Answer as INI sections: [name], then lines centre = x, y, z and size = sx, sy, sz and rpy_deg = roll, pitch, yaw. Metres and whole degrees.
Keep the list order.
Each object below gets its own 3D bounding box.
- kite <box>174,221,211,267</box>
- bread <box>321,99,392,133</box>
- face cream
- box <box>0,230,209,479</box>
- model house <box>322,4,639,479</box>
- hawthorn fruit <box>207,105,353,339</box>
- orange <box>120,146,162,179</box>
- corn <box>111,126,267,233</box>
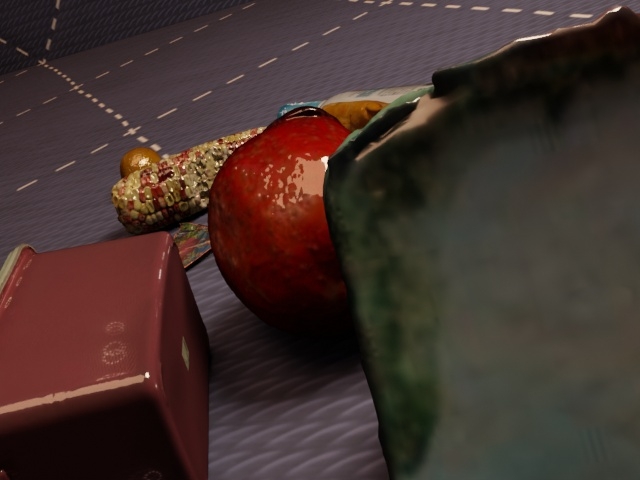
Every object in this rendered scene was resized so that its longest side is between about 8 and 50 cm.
[kite]
centre = -0.197, 0.016, 1.017
size = 0.159, 0.010, 0.190
rpy_deg = -15, 28, 15
[bread]
centre = 0.155, -0.085, 0.798
size = 0.380, 0.185, 0.109
rpy_deg = 14, 89, 52
[face cream]
centre = 0.081, -0.185, 1.075
size = 0.336, 0.080, 0.163
rpy_deg = 2, 17, 35
[box]
centre = -0.199, 0.123, 0.660
size = 0.167, 0.193, 0.294
rpy_deg = -15, 31, 0
[model house]
centre = 0.216, 0.030, 0.497
size = 0.360, 0.298, 0.339
rpy_deg = -15, -3, 10
[hawthorn fruit]
centre = 0.000, 0.000, 0.724
size = 0.215, 0.215, 0.249
rpy_deg = -32, 52, -19
[orange]
centre = -0.314, -0.123, 1.266
size = 0.085, 0.085, 0.085
rpy_deg = -16, 29, 9
[corn]
centre = -0.177, -0.097, 1.110
size = 0.289, 0.098, 0.098
rpy_deg = -22, 29, -6
